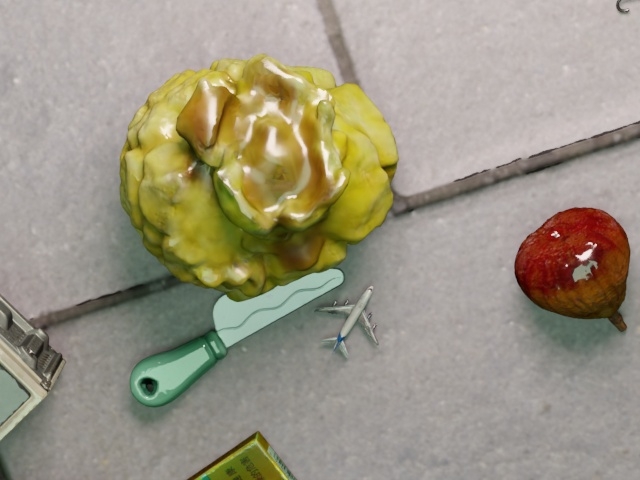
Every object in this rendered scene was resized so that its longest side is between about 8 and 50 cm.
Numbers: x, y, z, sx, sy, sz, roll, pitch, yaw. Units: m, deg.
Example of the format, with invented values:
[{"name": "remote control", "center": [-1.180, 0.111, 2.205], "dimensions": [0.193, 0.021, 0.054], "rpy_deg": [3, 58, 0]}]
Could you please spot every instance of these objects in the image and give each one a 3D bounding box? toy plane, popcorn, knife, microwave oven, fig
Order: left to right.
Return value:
[{"name": "microwave oven", "center": [-0.396, 0.098, 1.697], "dimensions": [0.145, 0.194, 0.240], "rpy_deg": [-45, 97, 7]}, {"name": "knife", "center": [-0.094, 0.090, 1.761], "dimensions": [0.260, 0.034, 0.063], "rpy_deg": [-35, 92, 4]}, {"name": "popcorn", "center": [-0.063, -0.071, 1.613], "dimensions": [0.258, 0.270, 0.224], "rpy_deg": [-28, 57, 32]}, {"name": "toy plane", "center": [0.034, 0.083, 1.750], "dimensions": [0.078, 0.024, 0.084], "rpy_deg": [30, 97, -3]}, {"name": "fig", "center": [0.274, 0.026, 1.699], "dimensions": [0.119, 0.153, 0.119], "rpy_deg": [-10, 72, 35]}]

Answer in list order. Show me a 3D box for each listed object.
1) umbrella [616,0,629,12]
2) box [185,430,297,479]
[{"name": "umbrella", "center": [0.356, -0.255, 1.657], "dimensions": [0.122, 0.013, 0.022], "rpy_deg": [-17, 114, 6]}, {"name": "box", "center": [-0.110, 0.311, 1.809], "dimensions": [0.193, 0.030, 0.121], "rpy_deg": [-35, 99, 11]}]
